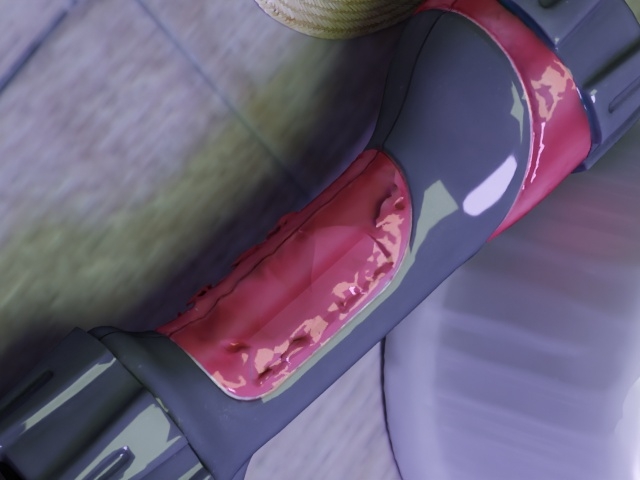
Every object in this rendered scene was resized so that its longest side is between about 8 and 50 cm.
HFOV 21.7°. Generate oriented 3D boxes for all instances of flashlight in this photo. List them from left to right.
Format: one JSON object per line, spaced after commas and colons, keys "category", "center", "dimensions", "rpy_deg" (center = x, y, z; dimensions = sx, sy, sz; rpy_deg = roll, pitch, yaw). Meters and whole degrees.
{"category": "flashlight", "center": [0.000, 0.000, 0.645], "dimensions": [0.304, 0.103, 0.103], "rpy_deg": [-40, 80, -19]}

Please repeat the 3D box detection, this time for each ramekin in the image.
{"category": "ramekin", "center": [0.177, 0.049, 0.781], "dimensions": [0.277, 0.135, 0.277], "rpy_deg": [-10, 107, -37]}

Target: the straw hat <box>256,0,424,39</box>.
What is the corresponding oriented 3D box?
{"category": "straw hat", "center": [0.034, -0.145, 0.668], "dimensions": [0.144, 0.061, 0.145], "rpy_deg": [-10, 106, -36]}
